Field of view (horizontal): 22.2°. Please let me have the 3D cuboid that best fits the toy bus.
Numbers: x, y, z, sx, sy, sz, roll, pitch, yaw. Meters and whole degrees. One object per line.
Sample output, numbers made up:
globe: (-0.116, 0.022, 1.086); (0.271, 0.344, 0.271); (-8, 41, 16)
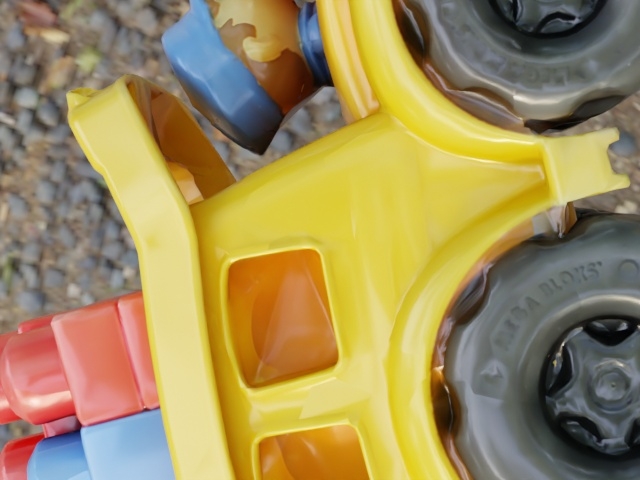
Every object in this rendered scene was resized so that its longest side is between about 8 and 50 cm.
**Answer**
toy bus: (0.000, 0.000, 0.441); (0.211, 0.149, 0.220); (-11, 91, 7)
